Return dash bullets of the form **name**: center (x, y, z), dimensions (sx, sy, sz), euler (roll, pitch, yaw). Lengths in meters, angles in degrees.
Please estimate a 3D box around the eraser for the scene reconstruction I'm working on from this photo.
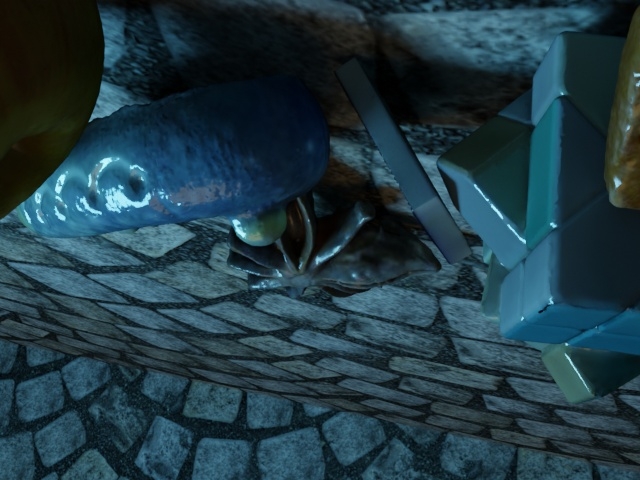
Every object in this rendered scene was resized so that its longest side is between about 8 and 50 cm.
- **eraser**: center (0.065, -0.061, 0.630), dimensions (0.023, 0.150, 0.104), euler (-31, 147, 10)

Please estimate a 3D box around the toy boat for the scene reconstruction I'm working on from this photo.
- **toy boat**: center (-0.123, -0.042, 0.697), dimensions (0.330, 0.123, 0.215), euler (-12, 180, 43)

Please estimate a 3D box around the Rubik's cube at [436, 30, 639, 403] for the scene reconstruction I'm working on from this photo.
- **Rubik's cube**: center (0.207, -0.003, 0.564), dimensions (0.266, 0.224, 0.213), euler (8, 164, 1)

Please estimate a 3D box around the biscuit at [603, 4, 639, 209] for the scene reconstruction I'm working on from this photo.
- **biscuit**: center (0.258, -0.104, 0.364), dimensions (0.284, 0.043, 0.306), euler (31, 134, -28)

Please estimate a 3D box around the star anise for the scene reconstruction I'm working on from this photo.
- **star anise**: center (0.004, 0.002, 0.908), dimensions (0.258, 0.110, 0.198), euler (18, 147, -32)

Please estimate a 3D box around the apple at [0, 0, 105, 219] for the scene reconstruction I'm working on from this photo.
- **apple**: center (-0.275, -0.119, 0.507), dimensions (0.233, 0.286, 0.286), euler (40, 158, -4)
